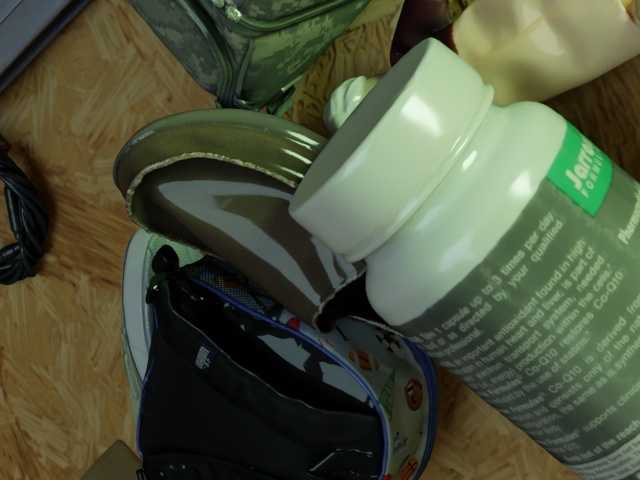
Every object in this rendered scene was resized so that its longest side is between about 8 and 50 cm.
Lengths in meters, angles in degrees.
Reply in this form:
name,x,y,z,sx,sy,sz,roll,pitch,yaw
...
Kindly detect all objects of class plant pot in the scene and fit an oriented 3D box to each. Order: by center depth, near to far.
name,x,y,z,sx,sy,sz,roll,pitch,yaw
plant pot,-0.236,0.307,1.620,0.109,0.096,0.109,43,125,12

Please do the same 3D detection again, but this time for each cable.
name,x,y,z,sx,sy,sz,roll,pitch,yaw
cable,-0.365,-0.025,1.580,0.150,0.047,0.184,25,128,2

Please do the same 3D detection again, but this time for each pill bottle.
name,x,y,z,sx,sy,sz,roll,pitch,yaw
pill bottle,0.166,0.026,1.116,0.361,0.204,0.204,39,127,-9

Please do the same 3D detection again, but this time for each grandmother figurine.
name,x,y,z,sx,sy,sz,roll,pitch,yaw
grandmother figurine,0.136,-0.141,1.203,0.342,0.104,0.208,-23,84,40

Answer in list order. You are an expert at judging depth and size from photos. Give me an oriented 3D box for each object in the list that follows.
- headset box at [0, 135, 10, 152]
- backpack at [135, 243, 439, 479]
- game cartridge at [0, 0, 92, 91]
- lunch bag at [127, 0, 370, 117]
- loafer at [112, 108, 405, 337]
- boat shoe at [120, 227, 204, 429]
name,x,y,z,sx,sy,sz,roll,pitch,yaw
headset box,-0.379,-0.102,1.595,0.083,0.032,0.062,47,127,8
backpack,-0.023,0.147,1.348,0.263,0.213,0.276,29,129,29
game cartridge,-0.379,-0.259,1.500,0.355,0.068,0.230,-38,81,29
lunch bag,-0.088,-0.276,1.236,0.305,0.212,0.256,49,143,9
loafer,0.000,0.000,1.227,0.366,0.130,0.134,17,136,-5
boat shoe,-0.162,0.124,1.495,0.094,0.109,0.302,8,114,38
